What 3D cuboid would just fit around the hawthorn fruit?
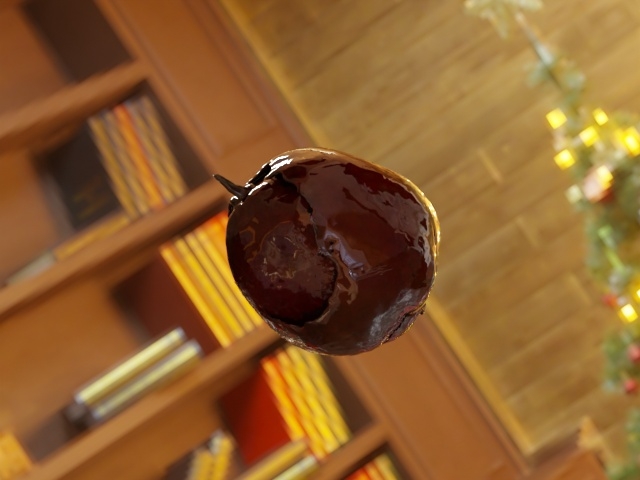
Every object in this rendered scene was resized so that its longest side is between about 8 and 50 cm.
[{"bbox_3d":[0.000,0.000,1.254,0.148,0.172,0.148,-47,14,15],"label":"hawthorn fruit"}]
